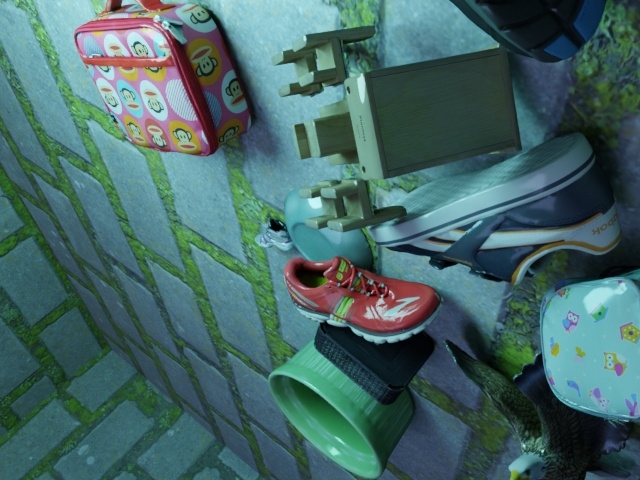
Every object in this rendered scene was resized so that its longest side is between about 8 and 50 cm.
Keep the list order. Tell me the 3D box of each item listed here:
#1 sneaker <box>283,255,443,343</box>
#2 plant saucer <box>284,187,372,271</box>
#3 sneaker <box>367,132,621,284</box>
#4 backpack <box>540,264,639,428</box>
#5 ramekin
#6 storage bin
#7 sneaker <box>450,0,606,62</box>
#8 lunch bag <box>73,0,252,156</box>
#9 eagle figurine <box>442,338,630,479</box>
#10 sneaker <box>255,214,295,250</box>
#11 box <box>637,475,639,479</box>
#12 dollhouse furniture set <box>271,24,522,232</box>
[{"bbox_3d":[0.053,0.081,0.982,0.278,0.107,0.118,4,136,33],"label":"sneaker"},{"bbox_3d":[0.000,0.000,1.063,0.195,0.037,0.195,34,149,23],"label":"plant saucer"},{"bbox_3d":[0.183,-0.012,0.715,0.127,0.126,0.321,55,150,-12],"label":"sneaker"},{"bbox_3d":[0.314,0.109,0.651,0.188,0.144,0.166,152,115,-70],"label":"backpack"},{"bbox_3d":[0.049,0.337,1.307,0.303,0.148,0.303,33,149,23],"label":"ramekin"},{"bbox_3d":[0.091,0.180,1.081,0.180,0.122,0.084,39,151,13],"label":"storage bin"},{"bbox_3d":[0.101,-0.288,0.522,0.341,0.125,0.139,46,179,-6],"label":"sneaker"},{"bbox_3d":[-0.258,-0.273,0.987,0.293,0.120,0.258,15,134,41],"label":"lunch bag"},{"bbox_3d":[0.316,0.274,0.887,0.226,0.225,0.299,-12,89,13],"label":"eagle figurine"},{"bbox_3d":[-0.092,-0.020,1.164,0.098,0.038,0.069,6,131,37],"label":"sneaker"},{"bbox_3d":[0.584,0.449,0.758,0.381,0.143,0.191,8,133,46],"label":"box"},{"bbox_3d":[0.074,-0.130,0.690,0.242,0.160,0.212,-168,65,-67],"label":"dollhouse furniture set"}]
